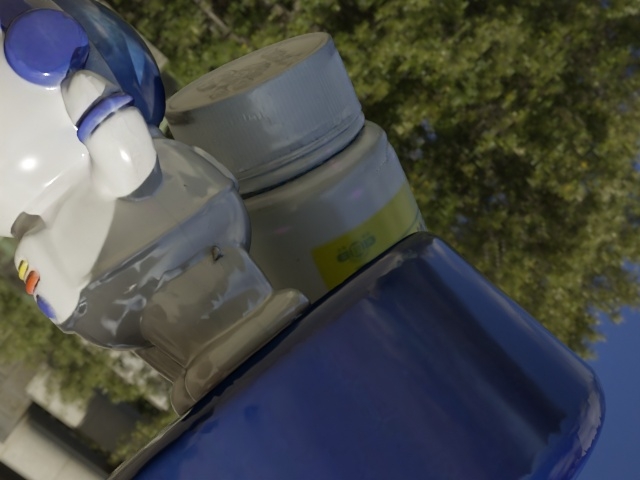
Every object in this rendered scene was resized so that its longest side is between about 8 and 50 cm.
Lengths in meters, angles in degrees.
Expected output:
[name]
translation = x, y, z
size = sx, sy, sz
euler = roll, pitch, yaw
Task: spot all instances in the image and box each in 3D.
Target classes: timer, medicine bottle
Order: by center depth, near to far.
[timer]
translation = -0.072, 0.024, 0.538
size = 0.270, 0.383, 0.270
euler = -39, 176, -4
[medicine bottle]
translation = 0.000, 0.000, 0.702
size = 0.143, 0.258, 0.143
euler = -23, -161, 8
